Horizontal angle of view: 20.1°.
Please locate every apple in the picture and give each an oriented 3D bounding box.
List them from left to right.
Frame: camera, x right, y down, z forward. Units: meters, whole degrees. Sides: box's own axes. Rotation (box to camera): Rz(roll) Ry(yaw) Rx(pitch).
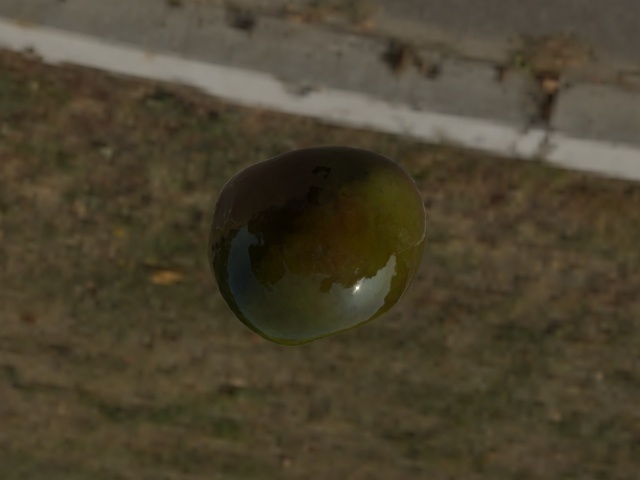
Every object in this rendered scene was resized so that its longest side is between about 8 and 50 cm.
[{"bbox_3d":[0.000,0.000,0.722,0.090,0.074,0.089,-19,180,0],"label":"apple"}]
